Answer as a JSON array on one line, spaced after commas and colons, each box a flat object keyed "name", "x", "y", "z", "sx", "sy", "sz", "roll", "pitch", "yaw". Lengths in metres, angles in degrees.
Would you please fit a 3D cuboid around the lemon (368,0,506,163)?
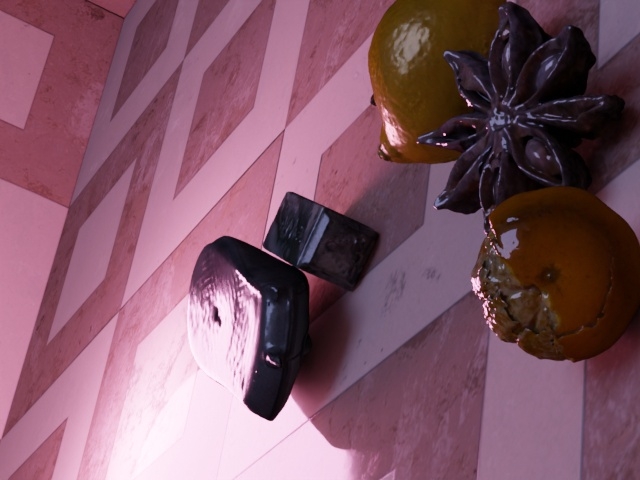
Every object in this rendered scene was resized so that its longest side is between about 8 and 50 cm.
[{"name": "lemon", "x": 0.141, "y": -0.190, "z": 1.750, "sx": 0.244, "sy": 0.187, "sz": 0.187, "roll": -64, "pitch": 19, "yaw": 11}]

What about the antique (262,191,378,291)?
[{"name": "antique", "x": 0.000, "y": 0.000, "z": 2.034, "sx": 0.088, "sy": 0.086, "sz": 0.183, "roll": -66, "pitch": 19, "yaw": 1}]

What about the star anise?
[{"name": "star anise", "x": 0.210, "y": -0.111, "z": 1.577, "sx": 0.236, "sy": 0.109, "sz": 0.223, "roll": 33, "pitch": 103, "yaw": 53}]

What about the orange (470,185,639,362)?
[{"name": "orange", "x": 0.209, "y": 0.030, "z": 1.374, "sx": 0.156, "sy": 0.157, "sz": 0.134, "roll": -62, "pitch": -21, "yaw": 9}]

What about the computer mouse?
[{"name": "computer mouse", "x": -0.078, "y": 0.108, "z": 2.043, "sx": 0.371, "sy": 0.122, "sz": 0.188, "roll": -142, "pitch": 59, "yaw": -68}]

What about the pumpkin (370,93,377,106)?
[{"name": "pumpkin", "x": 0.095, "y": -0.209, "z": 2.087, "sx": 0.074, "sy": 0.054, "sz": 0.083, "roll": -137, "pitch": 67, "yaw": -75}]
